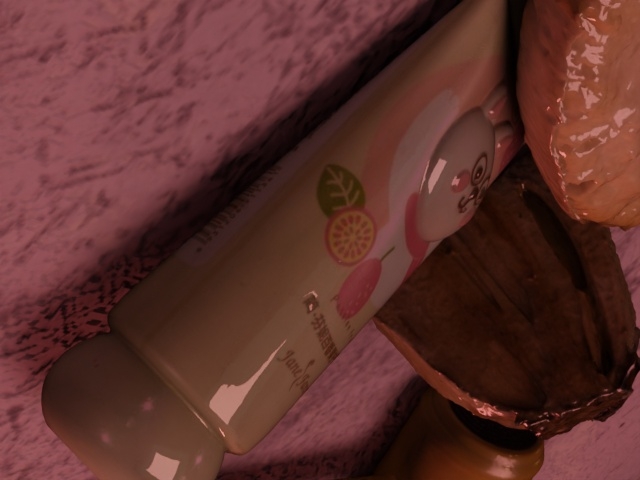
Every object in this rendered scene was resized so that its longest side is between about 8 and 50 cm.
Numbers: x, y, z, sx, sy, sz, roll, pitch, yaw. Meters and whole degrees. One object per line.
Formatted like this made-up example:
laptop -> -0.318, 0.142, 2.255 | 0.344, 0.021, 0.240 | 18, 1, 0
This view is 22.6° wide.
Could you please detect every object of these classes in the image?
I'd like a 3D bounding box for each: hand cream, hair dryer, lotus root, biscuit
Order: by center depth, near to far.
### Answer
hand cream -> 0.000, 0.000, 0.766 | 0.306, 0.093, 0.147 | -45, 152, -12
biscuit -> 0.180, -0.086, 0.810 | 0.281, 0.084, 0.179 | 14, 110, -57
lotus root -> 0.109, 0.044, 0.883 | 0.143, 0.144, 0.070 | -30, 155, 0
hair dryer -> 0.008, 0.158, 0.976 | 0.278, 0.090, 0.135 | 0, 132, -39
